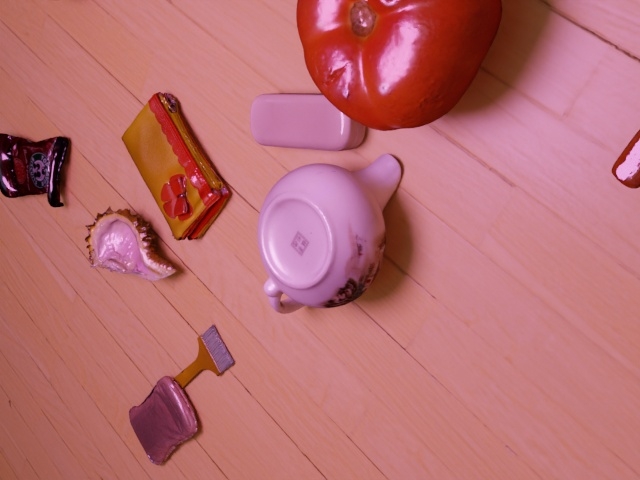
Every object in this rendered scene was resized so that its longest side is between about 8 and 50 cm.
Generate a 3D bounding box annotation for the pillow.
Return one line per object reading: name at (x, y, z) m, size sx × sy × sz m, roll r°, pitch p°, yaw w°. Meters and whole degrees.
pillow at (-0.319, 0.365, 1.442) m, size 0.211 × 0.034 × 0.135 m, roll -43°, pitch 70°, yaw 38°

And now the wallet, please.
wallet at (-0.261, -0.131, 1.264) m, size 0.141 × 0.067 × 0.241 m, roll -44°, pitch 70°, yaw 35°

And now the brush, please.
brush at (-0.235, 0.241, 1.361) m, size 0.205 × 0.011 × 0.083 m, roll -42°, pitch 73°, yaw 39°

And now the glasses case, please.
glasses case at (-0.023, -0.177, 1.061) m, size 0.196 × 0.050 × 0.083 m, roll 11°, pitch 104°, yaw 38°

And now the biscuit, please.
biscuit at (-0.629, -0.156, 1.570) m, size 0.235 × 0.063 × 0.151 m, roll 9°, pitch 106°, yaw 36°

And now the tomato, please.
tomato at (0.091, -0.261, 0.861) m, size 0.260 × 0.180 × 0.259 m, roll 11°, pitch 107°, yaw 41°

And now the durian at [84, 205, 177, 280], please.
durian at (-0.347, 0.017, 1.368) m, size 0.224 × 0.078 × 0.140 m, roll 25°, pitch 103°, yaw 23°

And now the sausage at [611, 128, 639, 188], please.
sausage at (0.362, -0.115, 0.757) m, size 0.041 × 0.039 × 0.131 m, roll 48°, pitch 125°, yaw 31°

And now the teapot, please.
teapot at (0.000, 0.000, 1.027) m, size 0.204 × 0.139 × 0.298 m, roll 50°, pitch 124°, yaw 18°
